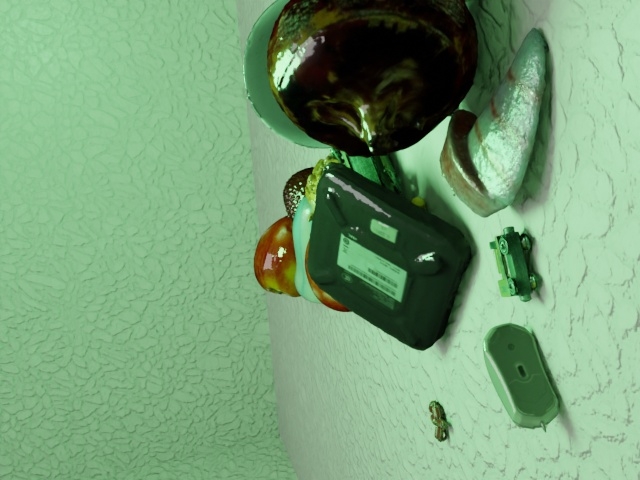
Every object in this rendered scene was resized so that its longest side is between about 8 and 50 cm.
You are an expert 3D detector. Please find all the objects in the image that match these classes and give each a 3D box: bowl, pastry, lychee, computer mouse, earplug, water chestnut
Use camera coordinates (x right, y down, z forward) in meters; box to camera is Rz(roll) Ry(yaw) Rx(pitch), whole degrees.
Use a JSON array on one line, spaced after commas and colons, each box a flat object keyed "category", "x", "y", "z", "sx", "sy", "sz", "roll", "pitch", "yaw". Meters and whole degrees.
[{"category": "bowl", "x": 0.009, "y": -0.386, "z": 1.632, "sx": 0.157, "sy": 0.345, "sz": 0.346, "roll": -68, "pitch": -26, "yaw": -73}, {"category": "pastry", "x": 0.031, "y": -0.105, "z": 1.734, "sx": 0.250, "sy": 0.102, "sz": 0.154, "roll": -75, "pitch": -38, "yaw": -63}, {"category": "lychee", "x": -0.017, "y": -0.120, "z": 2.081, "sx": 0.194, "sy": 0.194, "sz": 0.195, "roll": 171, "pitch": 90, "yaw": -76}, {"category": "computer mouse", "x": 0.321, "y": 0.223, "z": 1.169, "sx": 0.056, "sy": 0.089, "sz": 0.182, "roll": 86, "pitch": 167, "yaw": -63}, {"category": "earplug", "x": 0.000, "y": 0.000, "z": 1.971, "sx": 0.324, "sy": 0.184, "sz": 0.185, "roll": 81, "pitch": 170, "yaw": -45}, {"category": "water chestnut", "x": 0.090, "y": -0.265, "z": 1.154, "sx": 0.351, "sy": 0.350, "sz": 0.302, "roll": 101, "pitch": 173, "yaw": -54}]

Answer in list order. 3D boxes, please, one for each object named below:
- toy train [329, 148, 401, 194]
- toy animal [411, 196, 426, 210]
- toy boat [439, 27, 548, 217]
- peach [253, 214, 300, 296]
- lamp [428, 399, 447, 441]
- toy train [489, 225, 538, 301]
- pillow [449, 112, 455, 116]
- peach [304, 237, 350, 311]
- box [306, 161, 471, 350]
[{"category": "toy train", "x": 0.125, "y": -0.146, "z": 1.668, "sx": 0.189, "sy": 0.126, "sz": 0.308, "roll": 37, "pitch": -153, "yaw": -49}, {"category": "toy animal", "x": 0.189, "y": -0.028, "z": 1.522, "sx": 0.091, "sy": 0.081, "sz": 0.114, "roll": 100, "pitch": 155, "yaw": -45}, {"category": "toy boat", "x": 0.281, "y": -0.176, "z": 1.109, "sx": 0.282, "sy": 0.096, "sz": 0.206, "roll": 115, "pitch": 148, "yaw": -45}, {"category": "peach", "x": -0.098, "y": 0.050, "z": 2.412, "sx": 0.281, "sy": 0.238, "sz": 0.281, "roll": 12, "pitch": -90, "yaw": -70}, {"category": "lamp", "x": 0.262, "y": 0.397, "z": 1.624, "sx": 0.083, "sy": 0.031, "sz": 0.063, "roll": -110, "pitch": 19, "yaw": -47}, {"category": "toy train", "x": 0.310, "y": 0.039, "z": 1.169, "sx": 0.081, "sy": 0.050, "sz": 0.122, "roll": 133, "pitch": 126, "yaw": -81}, {"category": "pillow", "x": 0.176, "y": -0.326, "z": 1.357, "sx": 0.208, "sy": 0.055, "sz": 0.141, "roll": 66, "pitch": 168, "yaw": -16}, {"category": "peach", "x": 0.078, "y": 0.059, "z": 1.788, "sx": 0.243, "sy": 0.199, "sz": 0.244, "roll": -10, "pitch": 72, "yaw": 36}, {"category": "box", "x": 0.124, "y": 0.038, "z": 1.506, "sx": 0.359, "sy": 0.091, "sz": 0.350, "roll": 31, "pitch": 142, "yaw": 22}]
